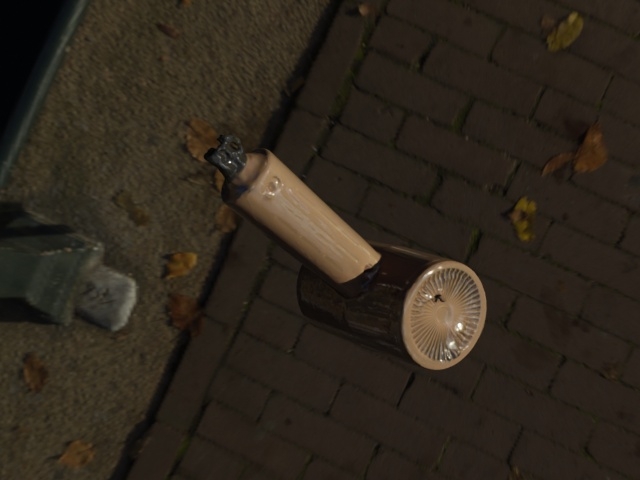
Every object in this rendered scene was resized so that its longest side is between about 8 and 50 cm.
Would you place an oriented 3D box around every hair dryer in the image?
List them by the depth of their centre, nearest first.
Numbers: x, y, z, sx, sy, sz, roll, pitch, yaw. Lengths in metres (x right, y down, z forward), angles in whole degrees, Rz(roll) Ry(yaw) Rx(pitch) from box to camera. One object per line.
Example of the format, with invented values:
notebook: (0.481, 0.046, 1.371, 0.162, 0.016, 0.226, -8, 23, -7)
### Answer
hair dryer: (0.000, 0.000, 0.559, 0.181, 0.117, 0.064, 42, 74, -34)
